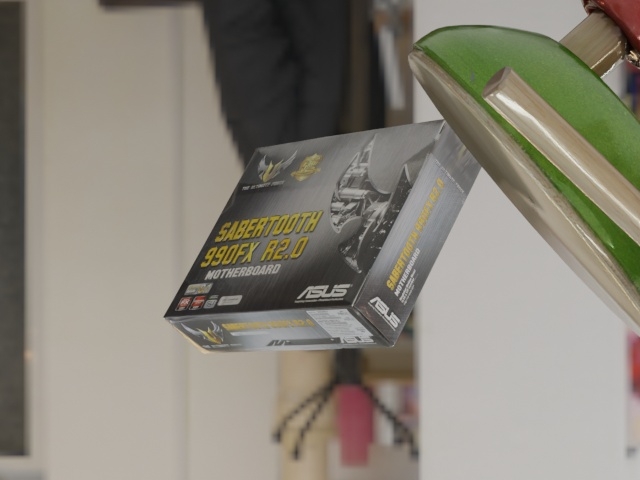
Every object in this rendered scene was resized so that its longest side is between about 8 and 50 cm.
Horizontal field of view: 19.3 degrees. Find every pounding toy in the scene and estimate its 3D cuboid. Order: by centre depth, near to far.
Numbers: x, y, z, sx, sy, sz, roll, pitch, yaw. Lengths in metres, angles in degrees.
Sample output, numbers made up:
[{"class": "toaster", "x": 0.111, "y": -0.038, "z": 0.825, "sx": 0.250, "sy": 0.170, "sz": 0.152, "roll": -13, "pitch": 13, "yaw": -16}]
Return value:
[{"class": "pounding toy", "x": 0.142, "y": -0.049, "z": 0.855, "sx": 0.110, "sy": 0.183, "sz": 0.237, "roll": -41, "pitch": -168, "yaw": 0}]

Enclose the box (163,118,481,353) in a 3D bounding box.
[{"class": "box", "x": 0.000, "y": 0.000, "z": 1.495, "sx": 0.231, "sy": 0.183, "sz": 0.056, "roll": -5, "pitch": 140, "yaw": 48}]
